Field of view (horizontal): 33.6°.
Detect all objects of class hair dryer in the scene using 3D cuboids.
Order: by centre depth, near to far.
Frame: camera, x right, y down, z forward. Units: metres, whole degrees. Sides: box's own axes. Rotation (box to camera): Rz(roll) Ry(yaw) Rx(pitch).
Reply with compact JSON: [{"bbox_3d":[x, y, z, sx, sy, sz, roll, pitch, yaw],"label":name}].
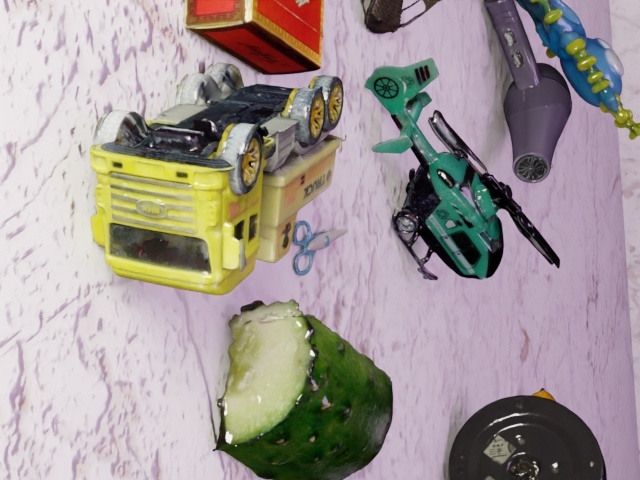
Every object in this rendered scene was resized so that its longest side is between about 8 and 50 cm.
[{"bbox_3d":[0.323,-0.301,1.790,0.361,0.121,0.301,61,28,-28],"label":"hair dryer"}]

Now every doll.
[{"bbox_3d":[0.444,-0.359,1.868,0.341,0.099,0.346,50,12,-29],"label":"doll"}]

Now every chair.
[{"bbox_3d":[0.122,-0.356,1.272,0.174,0.149,0.213,-2,96,-68],"label":"chair"}]

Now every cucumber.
[{"bbox_3d":[0.009,0.178,1.061,0.325,0.105,0.145,48,46,-60],"label":"cucumber"}]

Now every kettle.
[{"bbox_3d":[0.313,0.441,1.648,0.321,0.228,0.324,-51,147,-16],"label":"kettle"}]

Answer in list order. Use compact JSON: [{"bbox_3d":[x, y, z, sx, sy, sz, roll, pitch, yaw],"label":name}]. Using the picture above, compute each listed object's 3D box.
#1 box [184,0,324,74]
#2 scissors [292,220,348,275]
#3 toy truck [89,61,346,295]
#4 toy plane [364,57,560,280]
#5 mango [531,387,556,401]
[{"bbox_3d":[-0.052,-0.286,0.961,0.153,0.074,0.239,21,70,-69],"label":"box"},{"bbox_3d":[0.000,0.000,1.141,0.119,0.014,0.058,-24,112,-61],"label":"scissors"},{"bbox_3d":[-0.072,-0.046,0.853,0.272,0.124,0.157,-45,141,-62],"label":"toy truck"},{"bbox_3d":[0.162,-0.071,1.352,0.381,0.155,0.106,54,40,-28],"label":"toy plane"},{"bbox_3d":[0.416,0.373,2.013,0.098,0.075,0.190,-8,102,-50],"label":"mango"}]
